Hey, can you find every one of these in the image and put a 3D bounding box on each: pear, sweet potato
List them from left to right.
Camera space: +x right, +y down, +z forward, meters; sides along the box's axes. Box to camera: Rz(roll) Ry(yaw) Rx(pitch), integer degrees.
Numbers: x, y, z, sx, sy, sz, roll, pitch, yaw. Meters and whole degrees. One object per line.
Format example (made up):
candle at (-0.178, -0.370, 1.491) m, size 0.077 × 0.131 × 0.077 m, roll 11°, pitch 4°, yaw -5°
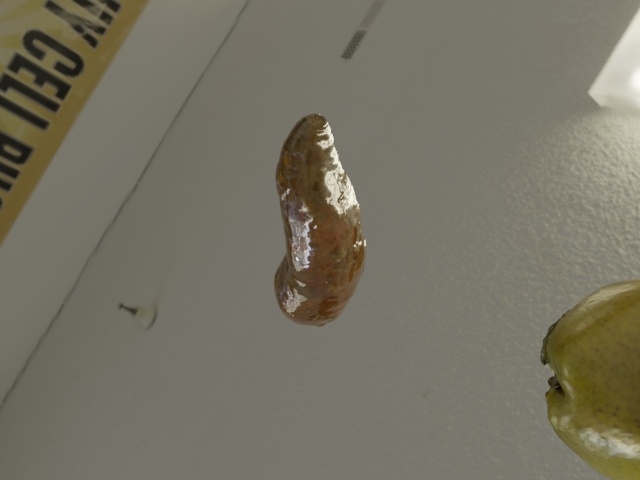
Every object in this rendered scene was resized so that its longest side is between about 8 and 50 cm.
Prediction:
sweet potato at (0.001, 0.000, 0.672) m, size 0.292 × 0.097 × 0.098 m, roll 96°, pitch -1°, yaw -54°
pear at (0.560, 0.225, 1.065) m, size 0.191 × 0.386 × 0.341 m, roll 155°, pitch -68°, yaw -76°
